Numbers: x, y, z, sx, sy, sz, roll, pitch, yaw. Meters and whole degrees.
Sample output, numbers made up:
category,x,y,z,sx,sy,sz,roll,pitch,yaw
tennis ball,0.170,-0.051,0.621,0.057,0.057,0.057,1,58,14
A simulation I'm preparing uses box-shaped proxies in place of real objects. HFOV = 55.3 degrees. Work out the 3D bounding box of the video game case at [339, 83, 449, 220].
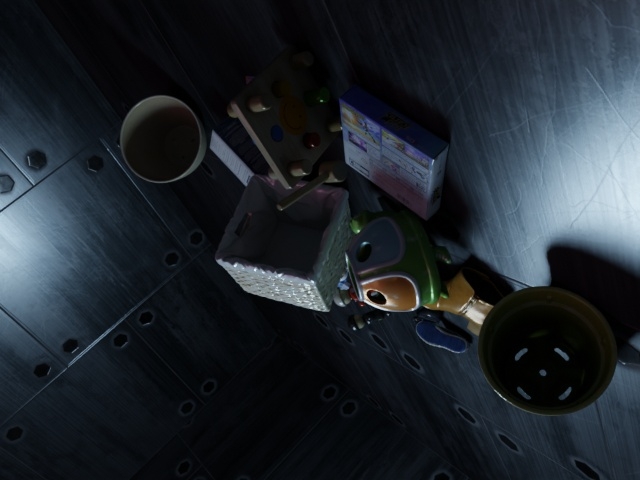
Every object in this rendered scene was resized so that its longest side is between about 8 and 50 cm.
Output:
category,x,y,z,sx,sy,sz,roll,pitch,yaw
video game case,0.166,-0.200,1.413,0.269,0.061,0.244,39,162,23

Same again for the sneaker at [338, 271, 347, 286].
category,x,y,z,sx,sy,sz,roll,pitch,yaw
sneaker,0.073,0.133,2.347,0.081,0.080,0.211,43,173,-10

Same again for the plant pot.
category,x,y,z,sx,sy,sz,roll,pitch,yaw
plant pot,0.506,0.275,1.387,0.276,0.276,0.254,37,172,28

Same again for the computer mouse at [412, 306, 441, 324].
category,x,y,z,sx,sy,sz,roll,pitch,yaw
computer mouse,0.350,0.249,2.016,0.071,0.041,0.242,20,165,2

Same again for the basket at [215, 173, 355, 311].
category,x,y,z,sx,sy,sz,roll,pitch,yaw
basket,-0.094,0.011,1.895,0.331,0.328,0.266,12,153,18

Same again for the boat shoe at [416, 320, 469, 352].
category,x,y,z,sx,sy,sz,roll,pitch,yaw
boat shoe,0.394,0.314,1.969,0.183,0.066,0.066,25,-171,35

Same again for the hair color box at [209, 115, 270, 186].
category,x,y,z,sx,sy,sz,roll,pitch,yaw
hair color box,-0.228,-0.258,2.127,0.347,0.105,0.174,47,162,0

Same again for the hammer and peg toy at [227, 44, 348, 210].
category,x,y,z,sx,sy,sz,roll,pitch,yaw
hammer and peg toy,-0.048,-0.250,1.475,0.127,0.266,0.361,-2,131,43

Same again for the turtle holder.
category,x,y,z,sx,sy,sz,roll,pitch,yaw
turtle holder,0.178,0.029,1.556,0.243,0.228,0.320,82,171,-71

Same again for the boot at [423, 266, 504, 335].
category,x,y,z,sx,sy,sz,roll,pitch,yaw
boot,0.358,0.124,1.640,0.295,0.104,0.211,35,153,23

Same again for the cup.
category,x,y,z,sx,sy,sz,roll,pitch,yaw
cup,-0.582,-0.386,2.414,0.331,0.331,0.237,45,-171,7

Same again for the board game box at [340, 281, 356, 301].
category,x,y,z,sx,sy,sz,roll,pitch,yaw
board game box,0.109,0.195,2.471,0.090,0.020,0.090,35,159,35

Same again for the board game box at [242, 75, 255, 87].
category,x,y,z,sx,sy,sz,roll,pitch,yaw
board game box,-0.170,-0.411,1.781,0.169,0.033,0.133,24,151,52

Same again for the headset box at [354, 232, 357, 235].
category,x,y,z,sx,sy,sz,roll,pitch,yaw
headset box,0.146,-0.014,1.913,0.083,0.032,0.062,51,162,-9

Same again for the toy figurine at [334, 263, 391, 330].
category,x,y,z,sx,sy,sz,roll,pitch,yaw
toy figurine,0.127,0.172,2.051,0.209,0.148,0.213,-101,-16,-49
